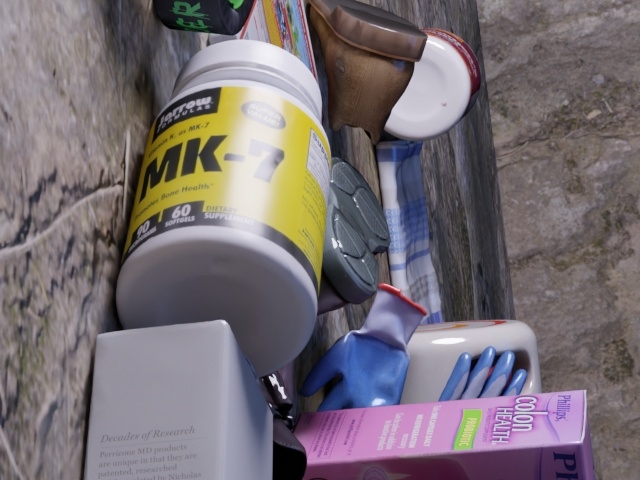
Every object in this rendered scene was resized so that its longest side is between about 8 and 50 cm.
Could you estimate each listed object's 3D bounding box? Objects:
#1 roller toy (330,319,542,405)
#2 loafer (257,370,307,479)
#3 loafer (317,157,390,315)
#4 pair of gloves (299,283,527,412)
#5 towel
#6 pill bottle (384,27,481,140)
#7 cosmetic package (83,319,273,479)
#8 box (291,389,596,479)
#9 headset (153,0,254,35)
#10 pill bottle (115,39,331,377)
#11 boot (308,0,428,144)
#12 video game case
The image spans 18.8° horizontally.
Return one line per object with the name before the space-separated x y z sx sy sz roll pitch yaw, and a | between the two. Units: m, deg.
roller toy | 0.107 0.152 1.761 0.209 0.191 0.146 -3 88 -80
loafer | -0.044 0.164 1.203 0.109 0.095 0.302 73 15 -46
loafer | 0.000 0.000 1.641 0.096 0.084 0.267 55 13 -10
pair of gloves | 0.086 0.140 1.648 0.159 0.198 0.023 -61 -170 -8
towel | 0.109 0.012 2.292 0.209 0.034 0.285 -26 110 -78
pill bottle | 0.123 -0.184 2.240 0.221 0.121 0.121 -44 127 -77
cosmetic package | -0.078 0.172 1.055 0.117 0.086 0.231 70 16 -53
box | 0.106 0.248 1.559 0.117 0.243 0.213 -64 147 -72
headset | -0.082 -0.340 1.306 0.243 0.185 0.394 8 92 -84
pill bottle | -0.055 -0.024 1.192 0.208 0.119 0.119 -85 165 -48
boot | 0.032 -0.168 1.829 0.305 0.112 0.115 -98 -157 -76
video game case | -0.039 -0.132 1.596 0.285 0.025 0.204 -76 158 -61
